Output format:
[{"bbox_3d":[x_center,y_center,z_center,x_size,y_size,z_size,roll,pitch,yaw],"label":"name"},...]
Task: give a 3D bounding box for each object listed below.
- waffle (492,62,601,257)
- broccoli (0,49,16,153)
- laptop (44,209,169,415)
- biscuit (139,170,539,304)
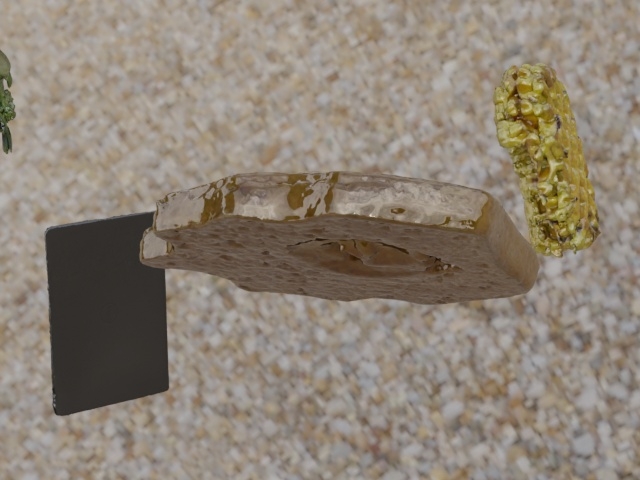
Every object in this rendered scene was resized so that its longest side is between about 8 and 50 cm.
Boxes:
[{"bbox_3d":[0.218,-0.080,1.440,0.070,0.193,0.197,-14,4,17],"label":"waffle"},{"bbox_3d":[-0.369,-0.154,1.503,0.120,0.130,0.131,-34,56,28],"label":"broccoli"},{"bbox_3d":[-0.214,0.072,1.472,0.135,0.197,0.016,-9,16,-36],"label":"laptop"},{"bbox_3d":[0.000,-0.002,0.785,0.215,0.182,0.034,0,73,20],"label":"biscuit"}]
